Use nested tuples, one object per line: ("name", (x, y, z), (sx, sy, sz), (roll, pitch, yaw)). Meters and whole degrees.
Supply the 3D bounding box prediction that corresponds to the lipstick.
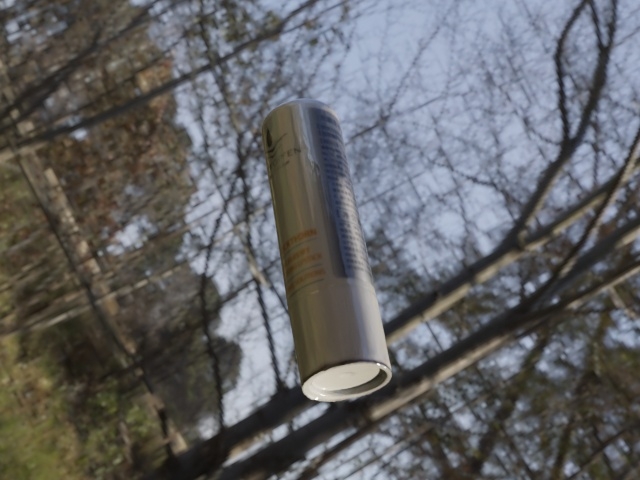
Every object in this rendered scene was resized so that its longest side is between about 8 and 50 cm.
("lipstick", (0.000, 0.000, 0.469), (0.040, 0.040, 0.141), (89, -8, -59))
